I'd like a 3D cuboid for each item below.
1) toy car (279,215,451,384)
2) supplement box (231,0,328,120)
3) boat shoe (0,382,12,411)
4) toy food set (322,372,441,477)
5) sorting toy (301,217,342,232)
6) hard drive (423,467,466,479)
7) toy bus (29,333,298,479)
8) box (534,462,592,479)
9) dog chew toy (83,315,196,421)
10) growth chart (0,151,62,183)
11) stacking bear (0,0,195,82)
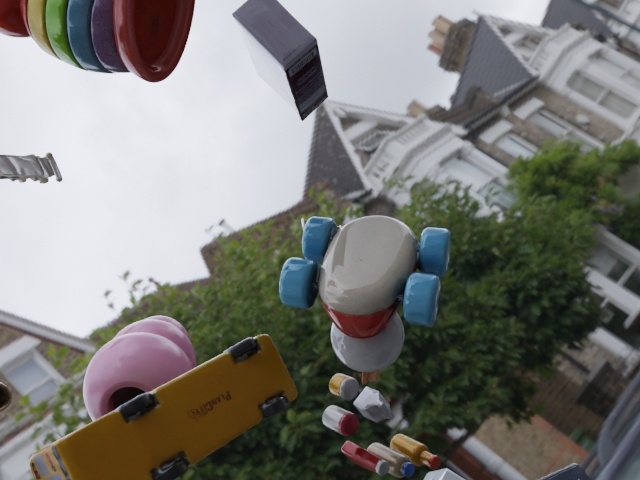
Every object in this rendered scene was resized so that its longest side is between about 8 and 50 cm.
[{"bbox_3d":[0.075,0.106,1.150,0.210,0.219,0.238,-65,-24,-50],"label":"toy car"},{"bbox_3d":[-0.061,-0.306,1.275,0.073,0.130,0.239,-42,-11,-4],"label":"supplement box"},{"bbox_3d":[-0.621,0.250,1.254,0.302,0.098,0.109,67,-154,-73],"label":"boat shoe"},{"bbox_3d":[0.099,0.330,1.285,0.111,0.104,0.232,-48,-60,-21],"label":"toy food set"},{"bbox_3d":[0.000,0.000,1.497,0.083,0.075,0.045,11,-53,-15],"label":"sorting toy"},{"bbox_3d":[0.387,0.593,1.576,0.047,0.353,0.233,-57,-8,-18],"label":"hard drive"},{"bbox_3d":[-0.186,0.236,0.976,0.333,0.108,0.130,-24,-7,-46],"label":"toy bus"},{"bbox_3d":[0.358,0.568,1.015,0.212,0.395,0.293,-16,-45,-24],"label":"box"},{"bbox_3d":[-0.333,0.249,1.475,0.206,0.206,0.332,-59,9,13],"label":"dog chew toy"},{"bbox_3d":[-0.715,-0.170,1.729,0.237,0.021,0.172,2,-18,-18],"label":"growth chart"},{"bbox_3d":[-0.346,-0.327,1.062,0.175,0.289,0.164,-42,-36,-63],"label":"stacking bear"}]
